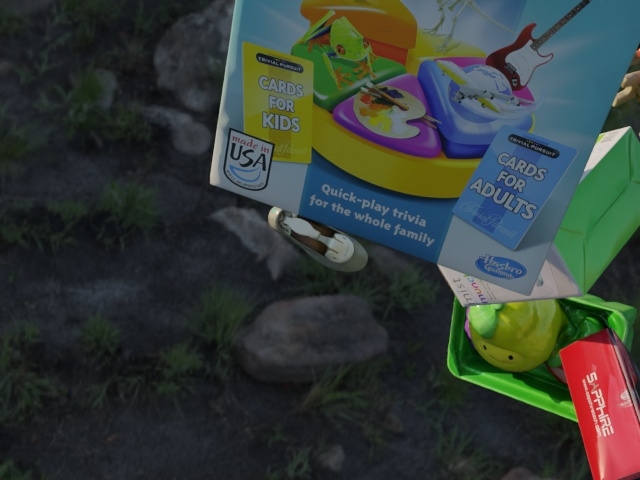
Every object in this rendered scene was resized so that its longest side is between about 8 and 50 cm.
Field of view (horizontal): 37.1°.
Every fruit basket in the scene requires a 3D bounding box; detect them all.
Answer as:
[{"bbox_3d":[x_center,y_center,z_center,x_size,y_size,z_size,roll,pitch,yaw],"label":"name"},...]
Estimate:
[{"bbox_3d":[0.402,0.193,1.850,0.392,0.283,0.392,4,17,-1],"label":"fruit basket"}]

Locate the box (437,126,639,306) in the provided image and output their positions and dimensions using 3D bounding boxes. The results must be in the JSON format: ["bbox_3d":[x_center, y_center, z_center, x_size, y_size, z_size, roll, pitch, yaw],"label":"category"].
[{"bbox_3d":[0.326,-0.034,1.396,0.262,0.231,0.127,-43,107,-34],"label":"box"}]

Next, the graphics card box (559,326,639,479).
[{"bbox_3d":[0.474,0.321,1.360,0.371,0.094,0.233,45,27,-36],"label":"graphics card box"}]

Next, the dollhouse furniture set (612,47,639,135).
[{"bbox_3d":[0.556,-0.397,1.710,0.152,0.201,0.374,-24,63,-16],"label":"dollhouse furniture set"}]

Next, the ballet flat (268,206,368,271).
[{"bbox_3d":[0.000,0.000,1.771,0.213,0.068,0.072,29,84,-14],"label":"ballet flat"}]

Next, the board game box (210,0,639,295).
[{"bbox_3d":[0.074,-0.148,0.626,0.253,0.336,0.079,19,38,8],"label":"board game box"}]

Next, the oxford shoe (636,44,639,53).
[{"bbox_3d":[0.598,-0.349,1.701,0.212,0.076,0.076,34,-7,-27],"label":"oxford shoe"}]
